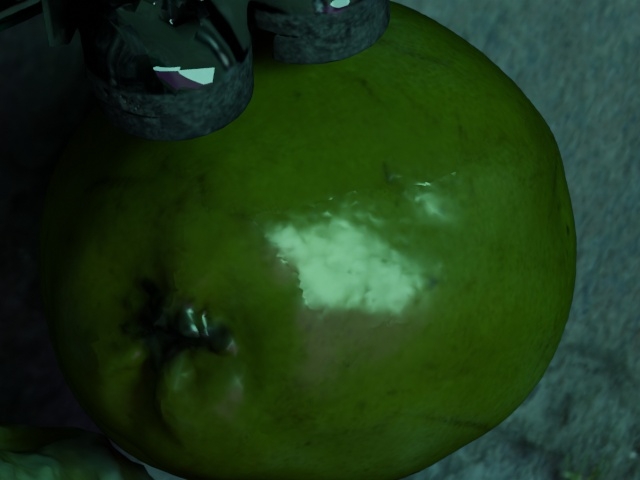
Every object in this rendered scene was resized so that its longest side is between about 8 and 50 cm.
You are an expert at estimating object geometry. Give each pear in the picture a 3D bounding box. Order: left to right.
[{"bbox_3d":[0.000,0.000,0.724,0.269,0.212,0.212,-32,136,-58],"label":"pear"}]

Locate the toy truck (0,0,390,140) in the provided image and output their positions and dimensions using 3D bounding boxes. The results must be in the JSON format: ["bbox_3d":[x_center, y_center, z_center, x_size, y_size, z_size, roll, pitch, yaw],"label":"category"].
[{"bbox_3d":[-0.012,-0.186,0.634,0.363,0.178,0.177,-26,137,-25],"label":"toy truck"}]

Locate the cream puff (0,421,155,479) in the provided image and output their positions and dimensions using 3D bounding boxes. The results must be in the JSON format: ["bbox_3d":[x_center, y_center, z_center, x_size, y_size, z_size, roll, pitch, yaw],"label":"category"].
[{"bbox_3d":[-0.191,0.255,0.701,0.378,0.275,0.378,12,75,-52],"label":"cream puff"}]
